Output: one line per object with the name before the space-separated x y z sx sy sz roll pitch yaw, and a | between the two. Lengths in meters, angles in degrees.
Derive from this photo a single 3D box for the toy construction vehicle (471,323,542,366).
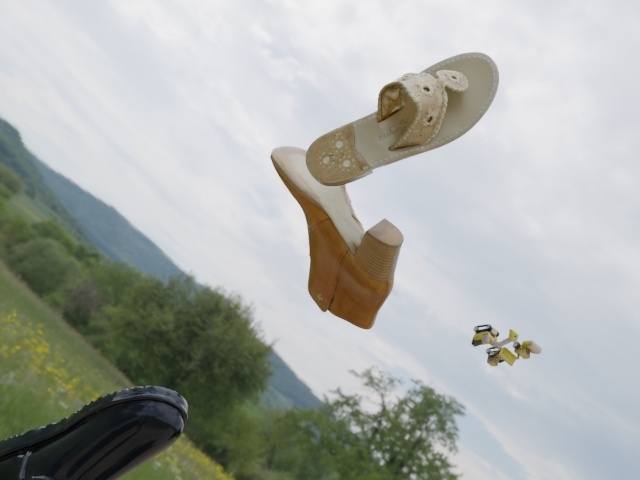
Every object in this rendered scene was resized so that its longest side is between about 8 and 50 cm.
toy construction vehicle | 0.274 0.163 1.101 0.086 0.035 0.098 41 -33 -24

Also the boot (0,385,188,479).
boot | -0.246 0.279 0.745 0.207 0.246 0.094 -103 170 -47

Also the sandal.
sandal | 0.091 -0.134 0.788 0.088 0.240 0.079 62 4 9

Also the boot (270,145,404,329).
boot | 0.001 0.000 1.207 0.295 0.104 0.211 43 -45 24
